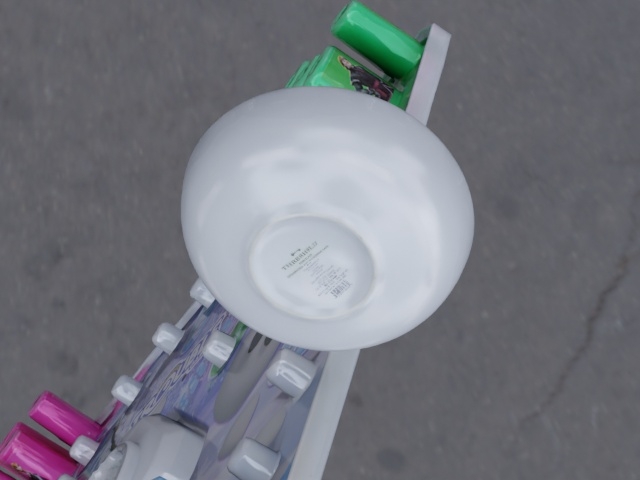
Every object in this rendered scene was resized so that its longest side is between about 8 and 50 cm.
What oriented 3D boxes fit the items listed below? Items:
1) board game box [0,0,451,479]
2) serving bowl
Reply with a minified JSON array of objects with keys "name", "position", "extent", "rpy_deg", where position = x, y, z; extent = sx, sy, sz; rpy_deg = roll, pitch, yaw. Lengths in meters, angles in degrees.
[{"name":"board game box","position":[-0.102,0.121,0.726],"extent":[0.050,0.390,0.390],"rpy_deg":[33,127,-11]},{"name":"serving bowl","position":[0.000,0.000,0.475],"extent":[0.083,0.027,0.083],"rpy_deg":[5,126,7]}]
